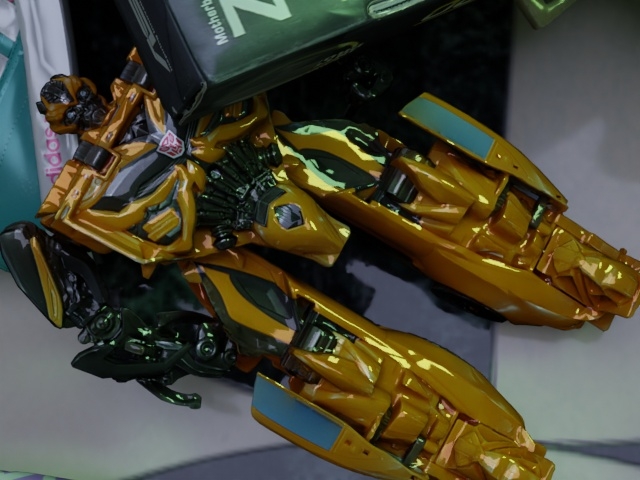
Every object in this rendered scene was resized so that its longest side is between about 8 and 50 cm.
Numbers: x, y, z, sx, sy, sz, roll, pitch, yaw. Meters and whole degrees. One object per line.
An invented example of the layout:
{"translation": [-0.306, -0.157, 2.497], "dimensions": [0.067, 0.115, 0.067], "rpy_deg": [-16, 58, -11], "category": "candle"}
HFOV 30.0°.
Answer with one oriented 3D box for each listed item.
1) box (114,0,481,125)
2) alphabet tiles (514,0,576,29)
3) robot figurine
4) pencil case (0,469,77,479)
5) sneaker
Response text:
{"translation": [0.008, -0.288, 0.490], "dimensions": [0.318, 0.097, 0.395], "rpy_deg": [-26, 93, -16], "category": "box"}
{"translation": [0.180, -0.272, 0.595], "dimensions": [0.342, 0.011, 0.285], "rpy_deg": [-40, 99, -14], "category": "alphabet tiles"}
{"translation": [0.000, 0.000, 0.561], "dimensions": [0.291, 0.085, 0.211], "rpy_deg": [29, 82, -11], "category": "robot figurine"}
{"translation": [-0.100, 0.161, 0.578], "dimensions": [0.206, 0.088, 0.086], "rpy_deg": [5, 79, 8], "category": "pencil case"}
{"translation": [-0.218, -0.120, 0.629], "dimensions": [0.178, 0.124, 0.295], "rpy_deg": [-8, 80, -5], "category": "sneaker"}
